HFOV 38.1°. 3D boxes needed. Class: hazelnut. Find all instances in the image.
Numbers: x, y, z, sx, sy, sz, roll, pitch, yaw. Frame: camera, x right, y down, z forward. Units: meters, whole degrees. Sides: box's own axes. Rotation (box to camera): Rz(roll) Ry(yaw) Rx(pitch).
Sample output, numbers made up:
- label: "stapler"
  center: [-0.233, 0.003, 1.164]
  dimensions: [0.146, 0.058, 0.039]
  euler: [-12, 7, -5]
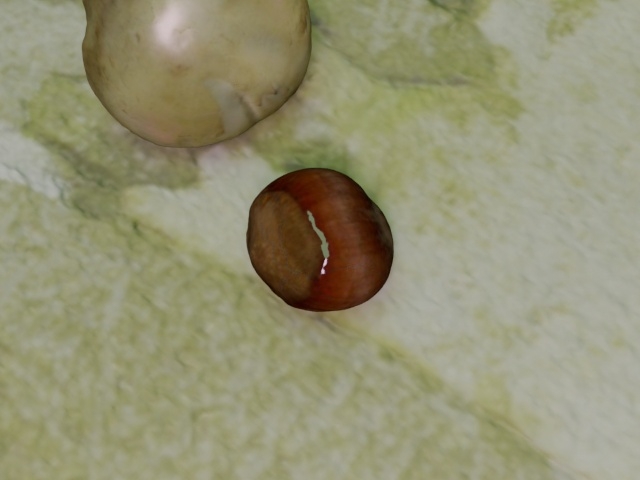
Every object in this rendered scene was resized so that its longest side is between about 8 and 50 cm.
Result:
- label: "hazelnut"
  center: [0.000, 0.000, 0.513]
  dimensions: [0.086, 0.086, 0.086]
  euler: [-2, 66, 5]

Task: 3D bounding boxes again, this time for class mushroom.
- label: "mushroom"
  center: [-0.075, -0.127, 0.552]
  dimensions: [0.148, 0.148, 0.112]
  euler: [-19, 27, -3]
